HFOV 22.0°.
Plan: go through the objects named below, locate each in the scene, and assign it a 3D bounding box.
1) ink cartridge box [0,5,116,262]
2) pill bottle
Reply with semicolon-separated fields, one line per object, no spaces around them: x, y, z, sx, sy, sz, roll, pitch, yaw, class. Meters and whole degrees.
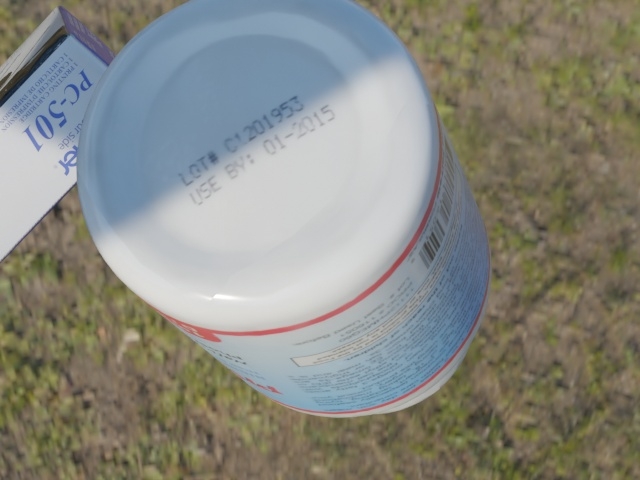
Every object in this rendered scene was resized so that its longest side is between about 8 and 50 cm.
-0.160;-0.003;0.673;0.046;0.097;0.207;43;93;-18;ink cartridge box
0.000;0.000;0.451;0.087;0.160;0.087;-4;71;12;pill bottle
